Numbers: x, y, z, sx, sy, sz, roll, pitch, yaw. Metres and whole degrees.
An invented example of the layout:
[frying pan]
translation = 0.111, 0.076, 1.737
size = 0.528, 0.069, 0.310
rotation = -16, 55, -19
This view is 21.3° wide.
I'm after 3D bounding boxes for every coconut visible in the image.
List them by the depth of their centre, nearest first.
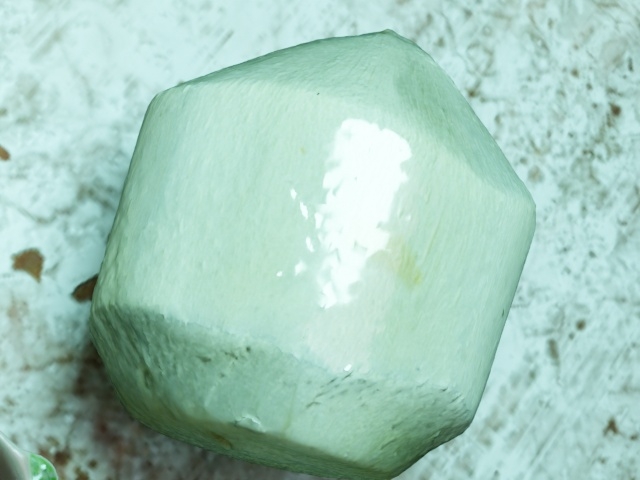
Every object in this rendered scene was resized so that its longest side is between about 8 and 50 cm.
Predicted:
[coconut]
translation = 0.000, 0.000, 0.975
size = 0.237, 0.237, 0.266
rotation = 22, 70, -22

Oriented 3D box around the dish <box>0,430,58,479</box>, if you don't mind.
[dish]
translation = -0.217, 0.197, 0.909
size = 0.213, 0.090, 0.213
rotation = 4, 80, -24
